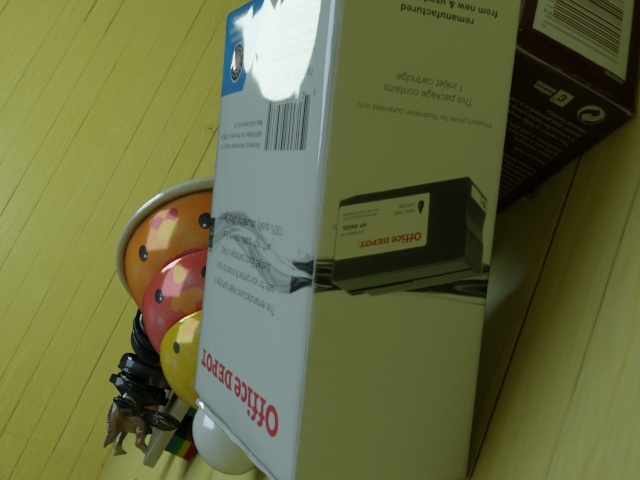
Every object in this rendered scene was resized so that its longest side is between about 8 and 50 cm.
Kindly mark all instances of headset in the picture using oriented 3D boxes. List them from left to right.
[{"bbox_3d":[-0.317,0.251,1.655,0.394,0.185,0.243,-63,-2,-71],"label":"headset"}]

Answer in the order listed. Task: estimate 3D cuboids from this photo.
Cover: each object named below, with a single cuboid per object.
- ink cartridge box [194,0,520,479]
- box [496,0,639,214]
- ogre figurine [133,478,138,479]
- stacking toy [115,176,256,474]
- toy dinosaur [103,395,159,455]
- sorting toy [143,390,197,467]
[{"bbox_3d":[0.012,-0.015,0.727,0.285,0.166,0.395,-165,80,-66],"label":"ink cartridge box"},{"bbox_3d":[0.157,-0.133,0.863,0.381,0.143,0.191,-48,20,56],"label":"box"},{"bbox_3d":[-0.337,0.554,1.478,0.097,0.118,0.197,-55,12,49],"label":"ogre figurine"},{"bbox_3d":[-0.148,0.157,1.312,0.350,0.350,0.480,-55,32,30],"label":"stacking toy"},{"bbox_3d":[-0.414,0.392,1.917,0.127,0.296,0.200,-9,92,46],"label":"toy dinosaur"},{"bbox_3d":[-0.266,0.328,1.739,0.257,0.089,0.255,-59,12,18],"label":"sorting toy"}]
